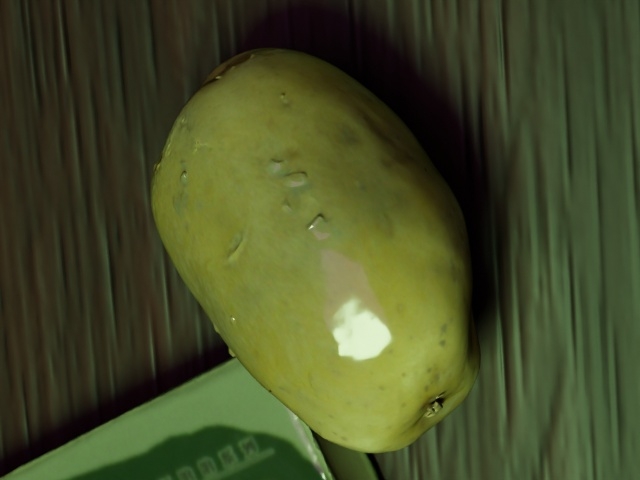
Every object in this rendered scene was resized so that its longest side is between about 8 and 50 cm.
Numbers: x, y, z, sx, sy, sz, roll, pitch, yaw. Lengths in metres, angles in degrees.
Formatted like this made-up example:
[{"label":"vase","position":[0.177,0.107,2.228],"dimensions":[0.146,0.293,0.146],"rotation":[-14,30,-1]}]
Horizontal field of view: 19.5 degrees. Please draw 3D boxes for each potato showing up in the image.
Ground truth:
[{"label":"potato","position":[0.000,0.000,0.768],"dimensions":[0.178,0.109,0.118],"rotation":[54,155,15]}]

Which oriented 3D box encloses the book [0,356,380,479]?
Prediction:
[{"label":"book","position":[-0.031,0.256,0.869],"dimensions":[0.260,0.043,0.371],"rotation":[-29,88,26]}]
